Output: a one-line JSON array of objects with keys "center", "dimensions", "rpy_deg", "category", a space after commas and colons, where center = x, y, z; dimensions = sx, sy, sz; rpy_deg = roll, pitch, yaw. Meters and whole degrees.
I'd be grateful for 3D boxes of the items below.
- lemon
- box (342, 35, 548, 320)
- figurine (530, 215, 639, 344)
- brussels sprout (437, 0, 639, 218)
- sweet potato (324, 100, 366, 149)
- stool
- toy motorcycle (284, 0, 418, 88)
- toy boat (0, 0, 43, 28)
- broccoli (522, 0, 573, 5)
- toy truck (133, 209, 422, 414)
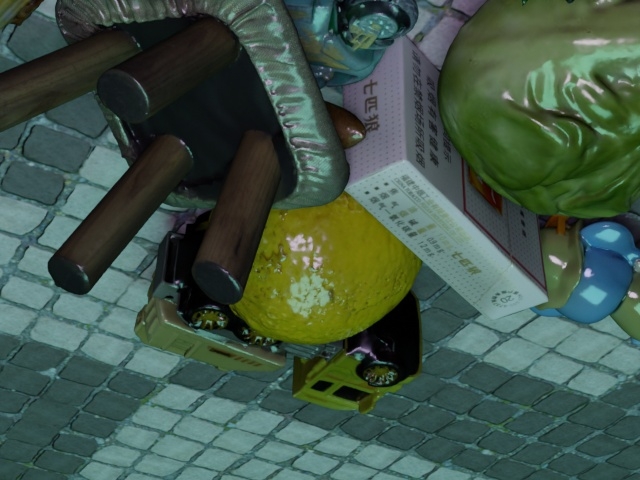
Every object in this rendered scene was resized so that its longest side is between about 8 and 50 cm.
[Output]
[{"center": [0.000, 0.000, 1.527], "dimensions": [0.310, 0.258, 0.258], "rpy_deg": [-9, 153, -39], "category": "lemon"}, {"center": [0.155, -0.072, 1.474], "dimensions": [0.095, 0.210, 0.330], "rpy_deg": [-23, 136, 28], "category": "box"}, {"center": [0.397, 0.068, 1.701], "dimensions": [0.262, 0.154, 0.180], "rpy_deg": [38, 158, -22], "category": "figurine"}, {"center": [0.290, -0.160, 1.328], "dimensions": [0.328, 0.247, 0.328], "rpy_deg": [-9, 161, -3], "category": "brussels sprout"}, {"center": [-0.089, -0.136, 1.416], "dimensions": [0.341, 0.092, 0.114], "rpy_deg": [14, 164, 24], "category": "sweet potato"}, {"center": [-0.169, -0.108, 1.263], "dimensions": [0.310, 0.226, 0.310], "rpy_deg": [0, 128, 35], "category": "stool"}, {"center": [-0.043, -0.240, 1.358], "dimensions": [0.296, 0.109, 0.198], "rpy_deg": [7, 154, 1], "category": "toy motorcycle"}, {"center": [-0.329, -0.281, 1.327], "dimensions": [0.172, 0.065, 0.066], "rpy_deg": [-32, 155, 35], "category": "toy boat"}, {"center": [0.200, -0.345, 1.140], "dimensions": [0.294, 0.265, 0.245], "rpy_deg": [24, 172, -18], "category": "broccoli"}, {"center": [-0.063, 0.117, 1.745], "dimensions": [0.405, 0.180, 0.254], "rpy_deg": [20, 141, -22], "category": "toy truck"}]
